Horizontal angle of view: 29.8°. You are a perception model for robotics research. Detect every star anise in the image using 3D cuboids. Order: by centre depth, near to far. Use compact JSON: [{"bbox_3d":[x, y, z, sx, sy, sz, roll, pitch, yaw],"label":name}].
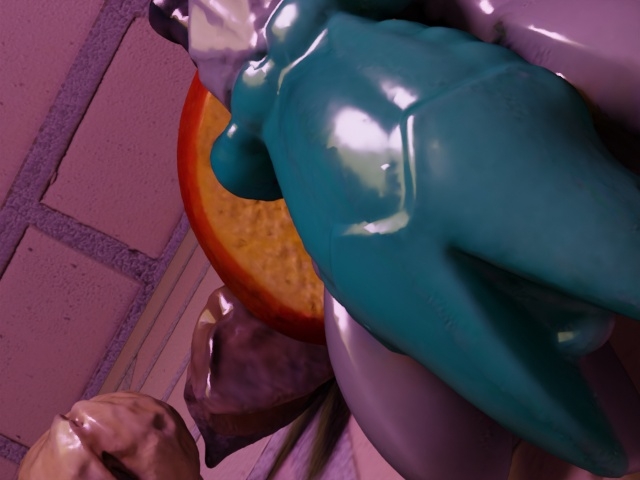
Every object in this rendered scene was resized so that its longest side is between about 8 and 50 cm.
[{"bbox_3d":[-0.009,0.011,0.818,0.315,0.108,0.315,-56,12,19],"label":"star anise"}]

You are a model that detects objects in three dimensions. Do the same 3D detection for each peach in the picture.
[{"bbox_3d":[0.029,-0.041,0.564,0.190,0.190,0.192,-66,10,-21],"label":"peach"}]

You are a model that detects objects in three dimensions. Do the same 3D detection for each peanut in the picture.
[{"bbox_3d":[-0.140,0.186,0.847,0.290,0.130,0.130,90,-159,-63],"label":"peanut"}]

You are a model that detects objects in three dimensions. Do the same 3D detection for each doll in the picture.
[{"bbox_3d":[0.057,-0.037,0.435,0.195,0.153,0.258,-33,70,37],"label":"doll"}]
